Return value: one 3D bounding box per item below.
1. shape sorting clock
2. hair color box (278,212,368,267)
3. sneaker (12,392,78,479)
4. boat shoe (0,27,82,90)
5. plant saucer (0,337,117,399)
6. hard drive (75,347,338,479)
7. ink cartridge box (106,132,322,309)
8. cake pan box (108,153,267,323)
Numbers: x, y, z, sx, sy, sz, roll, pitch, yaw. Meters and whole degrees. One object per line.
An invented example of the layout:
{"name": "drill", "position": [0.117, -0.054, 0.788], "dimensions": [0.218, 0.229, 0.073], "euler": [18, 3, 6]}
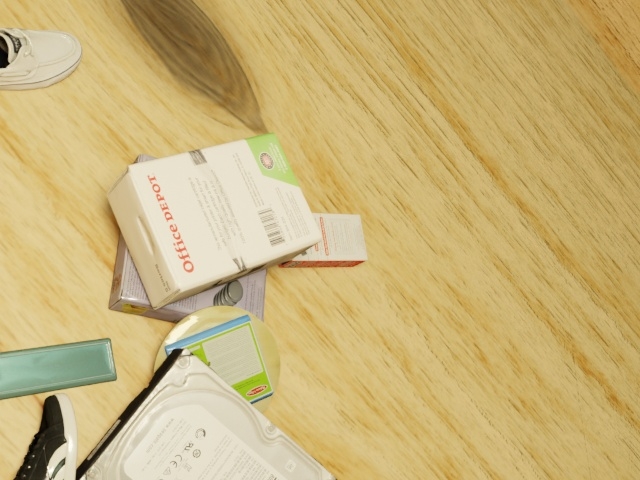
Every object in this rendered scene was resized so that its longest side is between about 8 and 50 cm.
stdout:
{"name": "shape sorting clock", "position": [-0.160, 0.204, 1.191], "dimensions": [0.206, 0.040, 0.206], "euler": [1, 88, -25]}
{"name": "hair color box", "position": [0.000, 0.000, 1.400], "dimensions": [0.167, 0.053, 0.093], "euler": [2, 72, -35]}
{"name": "sneaker", "position": [-0.388, 0.311, 0.999], "dimensions": [0.121, 0.079, 0.217], "euler": [5, 69, -32]}
{"name": "boat shoe", "position": [-0.479, -0.283, 1.170], "dimensions": [0.258, 0.084, 0.095], "euler": [-29, 88, -38]}
{"name": "plant saucer", "position": [-0.387, 0.183, 1.091], "dimensions": [0.192, 0.018, 0.067], "euler": [-4, 74, -36]}
{"name": "hard drive", "position": [-0.154, 0.353, 1.114], "dimensions": [0.339, 0.064, 0.237], "euler": [46, 65, -16]}
{"name": "ink cartridge box", "position": [-0.162, -0.036, 1.183], "dimensions": [0.272, 0.114, 0.198], "euler": [-19, 82, -38]}
{"name": "cake pan box", "position": [-0.206, 0.006, 1.251], "dimensions": [0.245, 0.070, 0.267], "euler": [15, 64, -31]}
